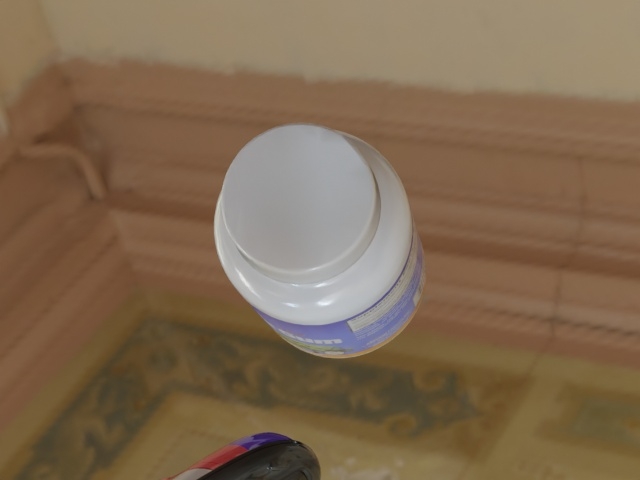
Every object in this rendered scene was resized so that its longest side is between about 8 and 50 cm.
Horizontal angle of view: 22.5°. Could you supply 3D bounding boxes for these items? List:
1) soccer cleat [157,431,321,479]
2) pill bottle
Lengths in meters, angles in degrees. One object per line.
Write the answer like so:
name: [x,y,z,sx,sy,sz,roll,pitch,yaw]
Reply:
soccer cleat: [-0.144,0.205,1.014,0.318,0.108,0.116,-39,-133,7]
pill bottle: [0.000,0.000,1.265,0.152,0.272,0.152,-2,-103,8]
